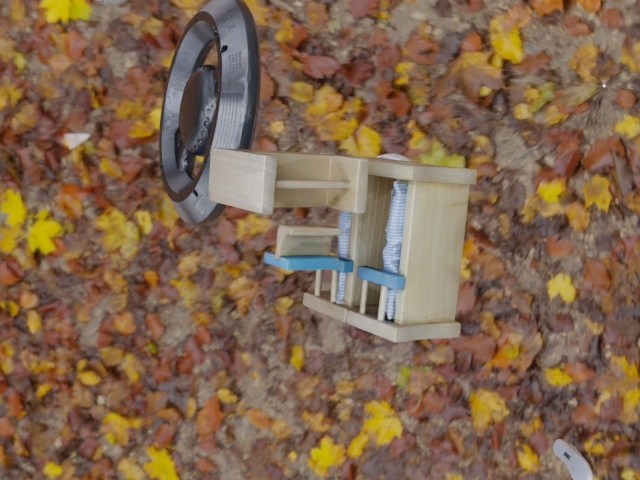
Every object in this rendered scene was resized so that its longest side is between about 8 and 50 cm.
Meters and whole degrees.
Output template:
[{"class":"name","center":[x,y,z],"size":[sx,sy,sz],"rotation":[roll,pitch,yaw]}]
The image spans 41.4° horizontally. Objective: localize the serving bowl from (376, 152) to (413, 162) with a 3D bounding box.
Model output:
[{"class":"serving bowl","center":[0.098,-0.072,1.045],"size":[0.083,0.027,0.083],"rotation":[26,134,31]}]

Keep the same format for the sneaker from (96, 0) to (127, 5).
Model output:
[{"class":"sneaker","center":[-0.177,-0.172,0.365],"size":[0.121,0.262,0.099],"rotation":[-48,59,0]}]

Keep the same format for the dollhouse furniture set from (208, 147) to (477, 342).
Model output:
[{"class":"dollhouse furniture set","center":[0.000,0.000,0.632],"size":[0.129,0.183,0.129],"rotation":[15,102,54]}]

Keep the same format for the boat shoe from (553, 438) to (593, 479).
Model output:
[{"class":"boat shoe","center":[0.408,0.352,1.341],"size":[0.035,0.100,0.035],"rotation":[19,104,-22]}]

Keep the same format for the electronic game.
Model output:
[{"class":"electronic game","center":[-0.111,-0.128,0.840],"size":[0.048,0.229,0.229],"rotation":[7,106,-26]}]
